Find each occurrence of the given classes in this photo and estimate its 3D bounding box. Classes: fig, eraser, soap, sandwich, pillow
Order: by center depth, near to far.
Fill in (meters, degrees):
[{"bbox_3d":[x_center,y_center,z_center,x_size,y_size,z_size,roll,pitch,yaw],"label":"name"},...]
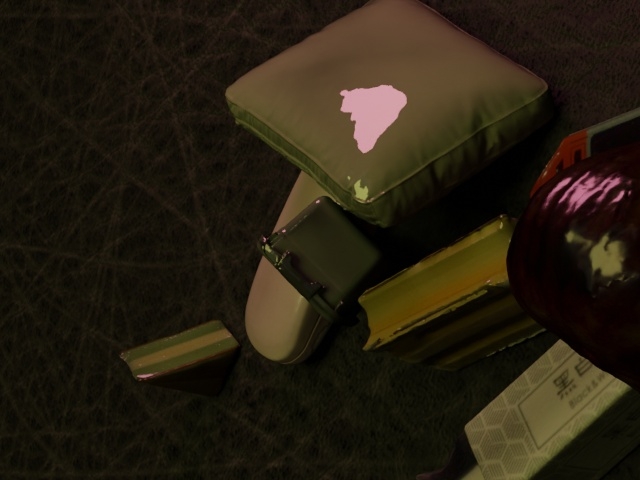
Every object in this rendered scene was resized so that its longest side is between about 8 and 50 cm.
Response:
[{"bbox_3d":[0.311,-0.032,1.668,0.321,0.217,0.217,-51,36,-12],"label":"fig"},{"bbox_3d":[0.253,0.147,1.874,0.404,0.096,0.098,-47,48,31],"label":"eraser"},{"bbox_3d":[0.158,0.055,1.995,0.233,0.135,0.076,-28,57,45],"label":"soap"},{"bbox_3d":[0.068,-0.146,2.135,0.255,0.120,0.322,-34,38,-14],"label":"pillow"},{"bbox_3d":[-0.169,0.132,2.403,0.074,0.116,0.074,47,115,48],"label":"sandwich"}]

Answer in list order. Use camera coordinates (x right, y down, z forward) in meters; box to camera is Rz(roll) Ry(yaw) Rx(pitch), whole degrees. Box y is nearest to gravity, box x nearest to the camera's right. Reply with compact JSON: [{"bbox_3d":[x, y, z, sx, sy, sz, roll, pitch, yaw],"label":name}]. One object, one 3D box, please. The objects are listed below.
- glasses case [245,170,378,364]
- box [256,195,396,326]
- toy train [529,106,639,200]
[{"bbox_3d":[0.000,0.000,2.266,0.113,0.075,0.297,39,108,49],"label":"glasses case"},{"bbox_3d":[0.013,0.019,2.123,0.093,0.172,0.124,-45,82,3],"label":"box"},{"bbox_3d":[0.358,-0.100,1.834,0.409,0.086,0.089,-20,62,48],"label":"toy train"}]
